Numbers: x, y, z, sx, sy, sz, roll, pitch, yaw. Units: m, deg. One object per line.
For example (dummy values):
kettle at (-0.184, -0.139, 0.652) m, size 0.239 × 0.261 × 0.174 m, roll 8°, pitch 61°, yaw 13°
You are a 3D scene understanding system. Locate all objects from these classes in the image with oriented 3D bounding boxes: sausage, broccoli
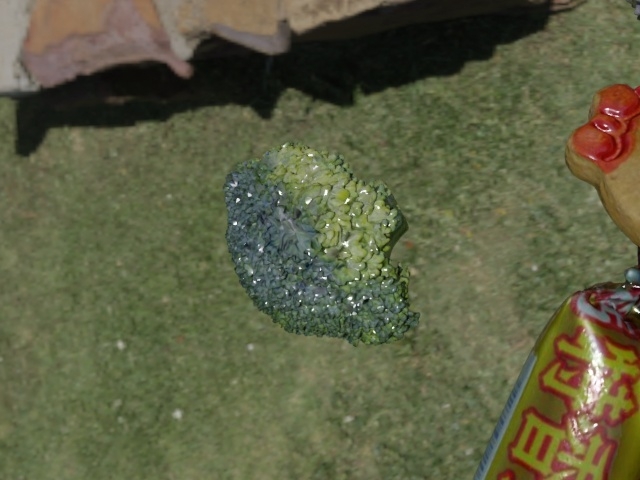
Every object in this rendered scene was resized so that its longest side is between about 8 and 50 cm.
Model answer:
sausage at (0.196, 0.152, 0.838) m, size 0.125 × 0.117 × 0.317 m, roll 21°, pitch 99°, yaw -4°
broccoli at (-0.003, 0.001, 1.064) m, size 0.176 × 0.226 × 0.198 m, roll -9°, pitch 119°, yaw 7°

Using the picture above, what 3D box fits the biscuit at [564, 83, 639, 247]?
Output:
biscuit at (0.235, -0.013, 0.582) m, size 0.225 × 0.166 × 0.036 m, roll 53°, pitch 159°, yaw 27°

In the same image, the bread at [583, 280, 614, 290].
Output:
bread at (0.440, 0.094, 1.736) m, size 0.066 × 0.110 × 0.060 m, roll 12°, pitch 86°, yaw -1°

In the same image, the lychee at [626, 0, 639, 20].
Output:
lychee at (0.460, -0.362, 1.247) m, size 0.300 × 0.300 × 0.300 m, roll 8°, pitch 103°, yaw 42°
